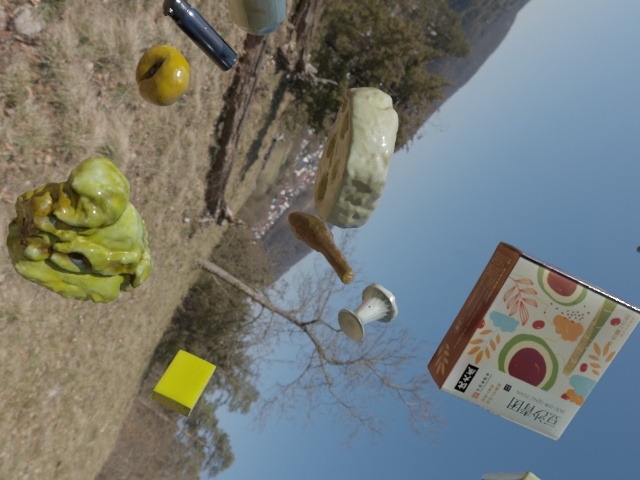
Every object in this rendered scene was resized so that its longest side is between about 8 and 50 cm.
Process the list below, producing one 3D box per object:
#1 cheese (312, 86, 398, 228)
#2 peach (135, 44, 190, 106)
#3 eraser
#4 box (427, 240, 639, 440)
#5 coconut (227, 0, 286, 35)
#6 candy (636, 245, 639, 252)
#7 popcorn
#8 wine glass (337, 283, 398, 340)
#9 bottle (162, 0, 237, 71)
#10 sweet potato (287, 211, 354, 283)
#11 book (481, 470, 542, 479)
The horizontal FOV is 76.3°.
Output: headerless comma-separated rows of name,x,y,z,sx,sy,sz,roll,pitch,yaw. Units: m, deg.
cheese,0.070,-0.186,0.952,0.326,0.115,0.317,-155,-104,-75
peach,-0.463,-0.480,1.193,0.179,0.179,0.103,-48,153,11
eraser,-0.315,0.328,0.943,0.045,0.097,0.122,-61,-176,36
box,0.518,0.249,1.014,0.122,0.345,0.384,-96,-149,-77
coconut,-0.208,-0.807,1.334,0.202,0.202,0.221,-53,155,-36
candy,0.768,-0.002,0.855,0.182,0.046,0.053,-21,154,17
popcorn,-0.449,-0.006,0.759,0.226,0.173,0.285,-15,138,-17
wine glass,0.176,0.273,1.530,0.197,0.164,0.165,-30,172,-39
bottle,-0.347,-0.608,1.191,0.072,0.244,0.081,7,-106,36
sweet potato,0.000,0.000,1.444,0.109,0.385,0.109,-25,138,-25
book,0.460,0.543,0.773,0.031,0.264,0.379,-47,152,-17
